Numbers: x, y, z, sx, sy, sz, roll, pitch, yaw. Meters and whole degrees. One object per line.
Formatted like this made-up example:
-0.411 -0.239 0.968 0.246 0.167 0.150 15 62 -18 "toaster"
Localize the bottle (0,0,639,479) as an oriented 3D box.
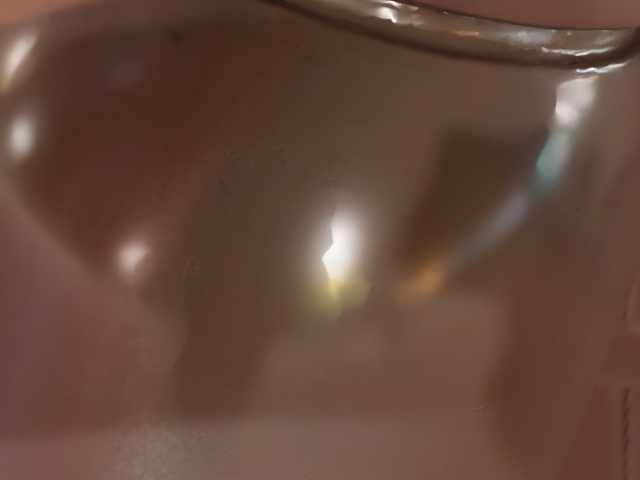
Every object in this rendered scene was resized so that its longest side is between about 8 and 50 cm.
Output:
0.000 0.000 0.461 0.206 0.297 0.173 8 24 -23 "bottle"
